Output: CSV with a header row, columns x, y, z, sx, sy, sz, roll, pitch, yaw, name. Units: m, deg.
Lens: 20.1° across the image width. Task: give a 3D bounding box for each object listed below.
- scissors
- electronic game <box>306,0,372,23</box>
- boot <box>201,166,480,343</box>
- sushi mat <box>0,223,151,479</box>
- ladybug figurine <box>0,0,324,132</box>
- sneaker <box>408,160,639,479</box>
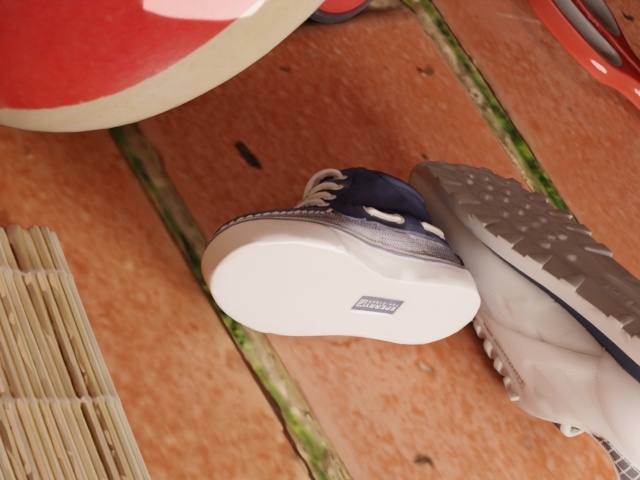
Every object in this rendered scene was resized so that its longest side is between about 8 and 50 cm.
x,y,z,sx,sy,sz,roll,pitch,yaw,name
0.251,-0.085,1.317,0.297,0.021,0.109,52,26,0,scissors
0.019,-0.243,1.079,0.048,0.229,0.229,14,27,24,electronic game
0.000,0.000,0.937,0.190,0.069,0.086,17,38,-48,boot
-0.117,0.125,0.725,0.151,0.019,0.316,2,55,-47,sushi mat
-0.083,-0.260,0.820,0.305,0.449,0.162,19,-8,8,ladybug figurine
0.121,0.042,1.007,0.090,0.094,0.235,-6,42,-44,sneaker
